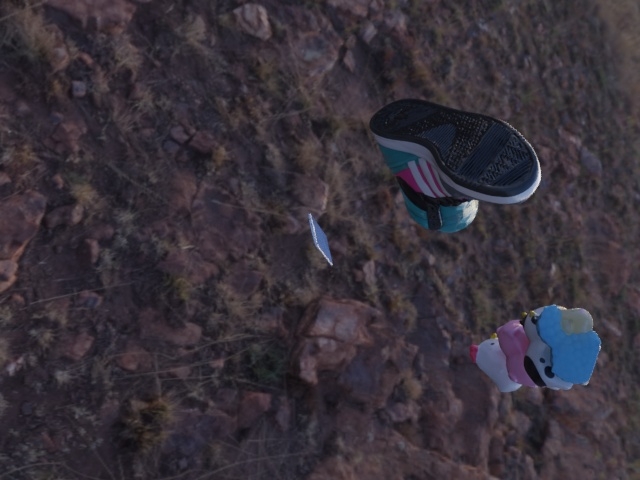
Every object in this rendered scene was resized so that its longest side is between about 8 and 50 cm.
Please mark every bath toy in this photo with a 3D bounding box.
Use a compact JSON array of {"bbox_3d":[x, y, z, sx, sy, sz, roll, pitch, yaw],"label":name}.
[{"bbox_3d":[0.395,0.209,1.205,0.129,0.348,0.151,26,71,0],"label":"bath toy"}]

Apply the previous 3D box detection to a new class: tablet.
[{"bbox_3d":[0.000,0.000,0.910,0.083,0.006,0.054,54,21,-62],"label":"tablet"}]

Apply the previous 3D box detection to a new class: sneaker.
[{"bbox_3d":[0.192,-0.076,0.860,0.124,0.295,0.178,-39,128,-7],"label":"sneaker"}]
